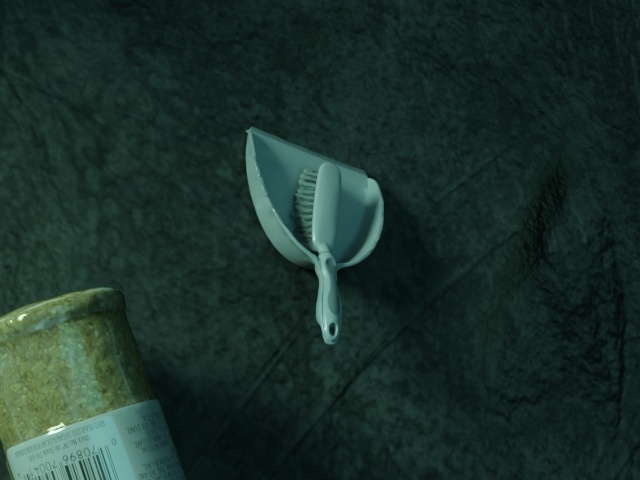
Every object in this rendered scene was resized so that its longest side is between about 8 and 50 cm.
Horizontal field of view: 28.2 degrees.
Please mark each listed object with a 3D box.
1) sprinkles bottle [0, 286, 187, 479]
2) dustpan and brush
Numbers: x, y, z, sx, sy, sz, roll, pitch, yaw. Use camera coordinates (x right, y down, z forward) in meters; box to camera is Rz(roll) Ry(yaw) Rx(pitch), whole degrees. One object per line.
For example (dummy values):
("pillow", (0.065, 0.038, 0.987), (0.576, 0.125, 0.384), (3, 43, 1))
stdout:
("sprinkles bottle", (-0.138, 0.215, 0.897), (0.121, 0.121, 0.355), (-14, 81, -40))
("dustpan and brush", (0.000, 0.000, 1.133), (0.147, 0.060, 0.211), (19, 61, -30))
